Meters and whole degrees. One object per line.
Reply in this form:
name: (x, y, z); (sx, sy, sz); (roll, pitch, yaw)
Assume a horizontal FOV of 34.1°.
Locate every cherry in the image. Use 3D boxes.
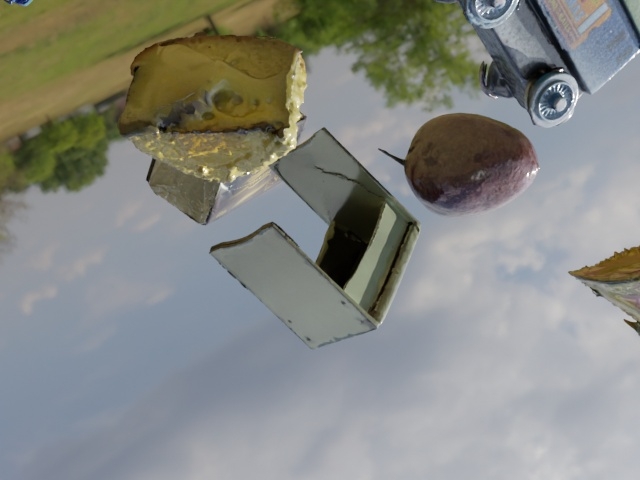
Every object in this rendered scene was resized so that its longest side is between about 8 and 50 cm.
cherry: (0.251, -0.129, 1.817); (0.266, 0.183, 0.213); (4, -176, 25)

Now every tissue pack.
tissue pack: (-0.212, -0.210, 2.432); (0.370, 0.198, 0.210); (-37, 152, -54)

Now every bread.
bread: (-0.152, -0.202, 1.545); (0.262, 0.204, 0.162); (5, 154, 3)

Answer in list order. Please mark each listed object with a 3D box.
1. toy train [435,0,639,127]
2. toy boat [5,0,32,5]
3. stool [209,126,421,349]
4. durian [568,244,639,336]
toy train: (0.255, -0.274, 1.199); (0.202, 0.300, 0.131); (-42, -141, 0)
toy boat: (-0.527, -0.464, 1.691); (0.091, 0.175, 0.110); (-47, -173, -5)
stool: (0.000, 0.000, 1.763); (0.170, 0.269, 0.243); (-23, -149, 44)
durian: (0.434, 0.047, 1.051); (0.305, 0.196, 0.185); (-28, -166, 35)
